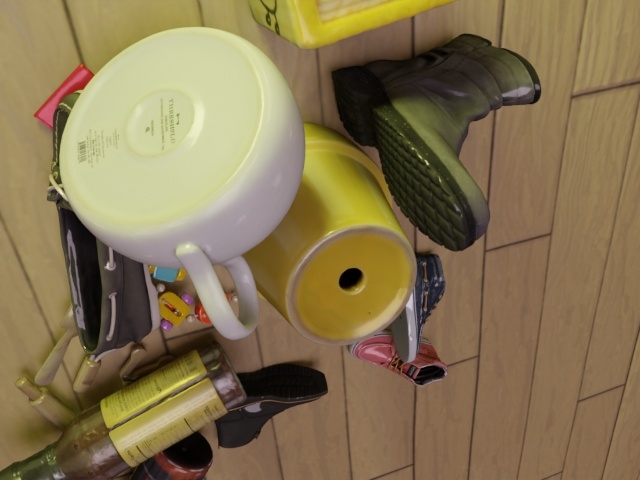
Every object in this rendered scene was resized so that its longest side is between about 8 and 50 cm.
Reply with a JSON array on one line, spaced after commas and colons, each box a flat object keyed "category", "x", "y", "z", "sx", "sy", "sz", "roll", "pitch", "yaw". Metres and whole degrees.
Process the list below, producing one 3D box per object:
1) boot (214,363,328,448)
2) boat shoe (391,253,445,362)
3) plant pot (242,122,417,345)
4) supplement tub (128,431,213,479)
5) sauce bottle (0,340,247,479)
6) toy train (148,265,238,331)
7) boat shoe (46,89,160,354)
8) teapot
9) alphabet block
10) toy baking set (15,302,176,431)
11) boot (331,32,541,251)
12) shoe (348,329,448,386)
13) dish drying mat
[{"category": "boot", "x": -0.088, "y": 0.288, "z": 0.949, "sx": 0.197, "sy": 0.077, "sz": 0.137, "roll": -2, "pitch": 123, "yaw": -6}, {"category": "boat shoe", "x": 0.168, "y": 0.113, "z": 0.933, "sx": 0.083, "sy": 0.065, "sz": 0.183, "roll": -7, "pitch": 102, "yaw": -20}, {"category": "plant pot", "x": 0.000, "y": 0.000, "z": 0.721, "sx": 0.254, "sy": 0.239, "sz": 0.254, "roll": -9, "pitch": 119, "yaw": -18}, {"category": "supplement tub", "x": -0.265, "y": 0.408, "z": 0.915, "sx": 0.106, "sy": 0.106, "sz": 0.198, "roll": 24, "pitch": 106, "yaw": -30}, {"category": "sauce bottle", "x": -0.281, "y": 0.270, "z": 0.806, "sx": 0.344, "sy": 0.111, "sz": 0.111, "roll": -26, "pitch": 123, "yaw": -13}, {"category": "toy train", "x": -0.191, "y": 0.059, "z": 0.796, "sx": 0.125, "sy": 0.046, "sz": 0.166, "roll": -29, "pitch": 118, "yaw": -33}, {"category": "boat shoe", "x": -0.273, "y": -0.004, "z": 0.670, "sx": 0.095, "sy": 0.112, "sz": 0.335, "roll": -31, "pitch": 129, "yaw": -40}, {"category": "teapot", "x": -0.118, "y": -0.070, "z": 0.575, "sx": 0.256, "sy": 0.252, "sz": 0.187, "roll": -57, "pitch": 155, "yaw": -10}, {"category": "alphabet block", "x": 0.015, "y": -0.329, "z": 0.573, "sx": 0.193, "sy": 0.197, "sz": 0.192, "roll": -23, "pitch": 123, "yaw": -8}, {"category": "toy baking set", "x": -0.331, "y": 0.194, "z": 0.821, "sx": 0.196, "sy": 0.030, "sz": 0.256, "roll": -35, "pitch": 130, "yaw": -8}, {"category": "boot", "x": 0.165, "y": -0.148, "z": 0.650, "sx": 0.222, "sy": 0.338, "sz": 0.118, "roll": -19, "pitch": 138, "yaw": -7}, {"category": "shoe", "x": 0.141, "y": 0.208, "z": 0.983, "sx": 0.178, "sy": 0.081, "sz": 0.064, "roll": 10, "pitch": 112, "yaw": -26}, {"category": "dish drying mat", "x": -0.294, "y": -0.166, "z": 0.651, "sx": 0.083, "sy": 0.008, "sz": 0.032, "roll": -45, "pitch": 124, "yaw": 6}]
